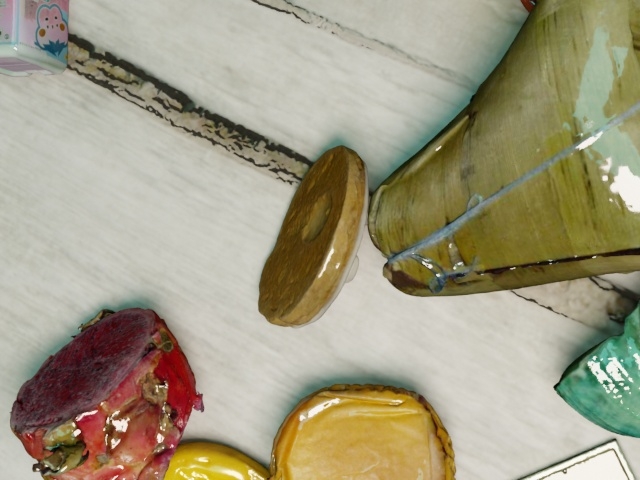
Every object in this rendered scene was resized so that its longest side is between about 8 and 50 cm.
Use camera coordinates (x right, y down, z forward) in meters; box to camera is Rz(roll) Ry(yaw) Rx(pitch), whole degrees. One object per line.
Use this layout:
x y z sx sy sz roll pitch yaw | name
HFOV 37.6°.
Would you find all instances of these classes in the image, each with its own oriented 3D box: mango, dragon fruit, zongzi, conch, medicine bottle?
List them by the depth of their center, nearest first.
0.352 0.111 0.922 0.134 0.196 0.202 48 142 30 | conch
0.186 -0.139 0.937 0.356 0.174 0.393 -14 96 28 | zongzi
-0.232 0.199 1.037 0.211 0.282 0.147 -26 117 12 | dragon fruit
-0.113 0.287 1.075 0.187 0.066 0.101 14 82 8 | mango
-0.369 -0.302 1.140 0.094 0.119 0.188 0 87 17 | medicine bottle

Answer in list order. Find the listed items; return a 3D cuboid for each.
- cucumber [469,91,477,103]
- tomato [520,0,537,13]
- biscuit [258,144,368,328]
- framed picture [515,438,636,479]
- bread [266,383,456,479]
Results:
0.241 -0.124 1.030 0.163 0.039 0.043 18 105 15 | cucumber
0.310 -0.309 1.002 0.225 0.085 0.225 -2 83 12 | tomato
0.000 0.000 1.024 0.049 0.181 0.208 24 87 -22 | biscuit
0.257 0.321 1.011 0.203 0.015 0.150 -27 81 10 | framed picture
0.049 0.248 1.006 0.199 0.104 0.199 -7 65 14 | bread
